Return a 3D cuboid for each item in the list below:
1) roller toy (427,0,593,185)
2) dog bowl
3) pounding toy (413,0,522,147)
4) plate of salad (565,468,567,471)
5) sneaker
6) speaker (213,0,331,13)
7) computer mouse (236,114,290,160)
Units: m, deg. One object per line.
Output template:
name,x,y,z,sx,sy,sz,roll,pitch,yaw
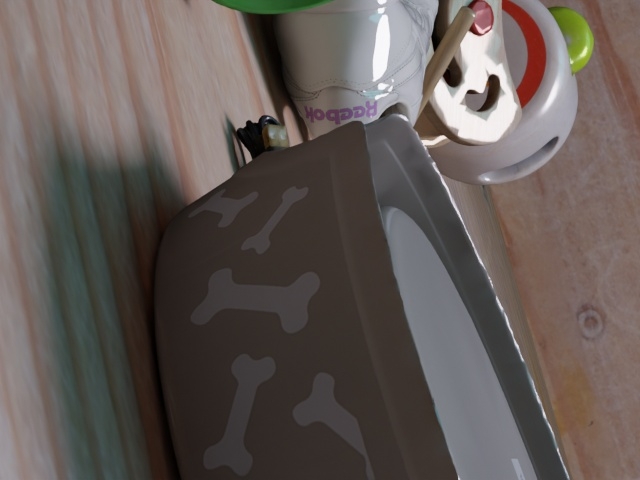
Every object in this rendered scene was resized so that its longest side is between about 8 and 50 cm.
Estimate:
roller toy,0.166,-0.161,2.015,0.146,0.209,0.191,51,59,-70
dog bowl,0.040,0.113,0.798,0.349,0.102,0.348,-21,90,-80
pounding toy,0.115,-0.157,1.524,0.154,0.155,0.269,26,74,-38
plate of salad,0.078,0.089,1.238,0.200,0.048,0.200,41,7,-6
sneaker,0.019,-0.131,1.325,0.305,0.114,0.152,-42,129,-77
speaker,-0.043,-0.272,1.034,0.131,0.131,0.296,58,17,-62
computer mouse,0.000,0.000,1.074,0.193,0.042,0.106,34,35,-69
